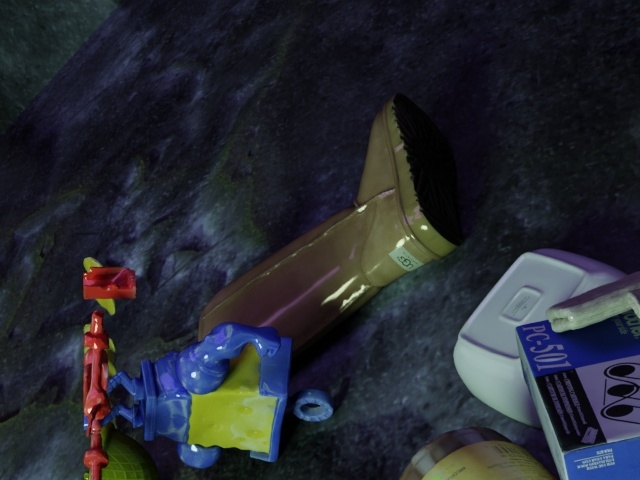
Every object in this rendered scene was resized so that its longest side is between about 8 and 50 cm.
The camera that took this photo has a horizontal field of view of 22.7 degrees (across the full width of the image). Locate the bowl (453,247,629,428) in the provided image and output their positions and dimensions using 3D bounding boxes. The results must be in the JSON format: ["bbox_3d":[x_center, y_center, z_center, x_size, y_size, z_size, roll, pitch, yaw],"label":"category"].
[{"bbox_3d":[0.169,0.064,1.224,0.142,0.053,0.142,-49,27,-9],"label":"bowl"}]

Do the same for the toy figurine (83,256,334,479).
[{"bbox_3d":[-0.096,0.176,1.380,0.362,0.217,0.191,98,168,-48],"label":"toy figurine"}]

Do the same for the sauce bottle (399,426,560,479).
[{"bbox_3d":[0.151,0.222,0.957,0.111,0.111,0.344,-47,25,-2],"label":"sauce bottle"}]

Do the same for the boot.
[{"bbox_3d":[0.000,0.000,1.526,0.269,0.089,0.236,-35,28,24],"label":"boot"}]

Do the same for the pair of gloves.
[{"bbox_3d":[0.269,0.022,1.024,0.204,0.042,0.240,-21,0,-14],"label":"pair of gloves"}]

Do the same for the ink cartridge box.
[{"bbox_3d":[0.192,0.104,1.050,0.097,0.046,0.207,-12,18,3],"label":"ink cartridge box"}]
